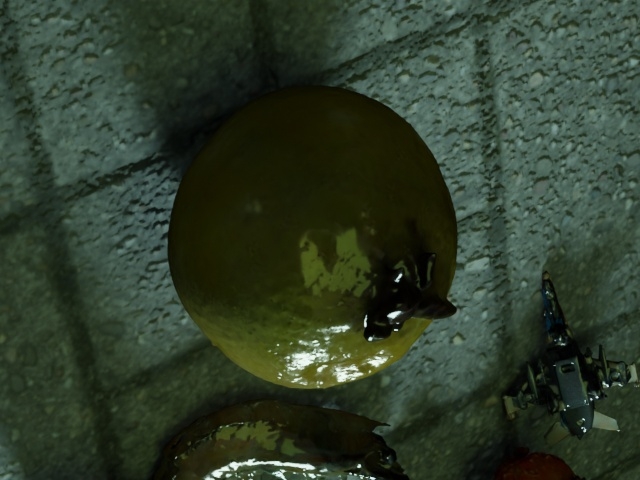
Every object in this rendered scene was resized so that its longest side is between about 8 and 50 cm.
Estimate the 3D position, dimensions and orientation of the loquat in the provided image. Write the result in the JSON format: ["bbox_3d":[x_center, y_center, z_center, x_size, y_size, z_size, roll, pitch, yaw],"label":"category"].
[{"bbox_3d":[0.000,0.000,1.352,0.244,0.244,0.244,-18,126,-27],"label":"loquat"}]

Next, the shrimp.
[{"bbox_3d":[-0.038,0.215,1.586,0.253,0.058,0.173,19,113,-38],"label":"shrimp"}]

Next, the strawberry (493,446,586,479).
[{"bbox_3d":[0.204,0.274,1.780,0.121,0.082,0.188,-47,151,-13],"label":"strawberry"}]

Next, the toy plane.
[{"bbox_3d":[0.234,0.116,1.714,0.135,0.062,0.188,-14,126,3],"label":"toy plane"}]
